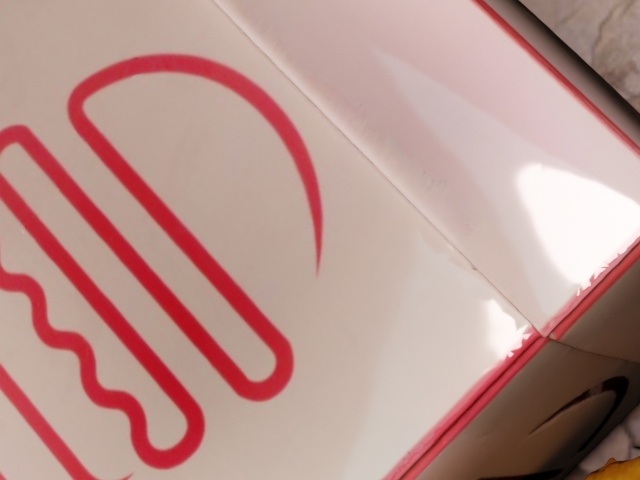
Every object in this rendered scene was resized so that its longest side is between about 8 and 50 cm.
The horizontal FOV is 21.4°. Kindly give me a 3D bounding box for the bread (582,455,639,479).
[{"bbox_3d":[0.174,0.243,0.746,0.312,0.172,0.312,-44,36,46],"label":"bread"}]

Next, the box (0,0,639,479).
[{"bbox_3d":[0.000,0.000,0.829,0.300,0.314,0.312,-47,70,11],"label":"box"}]
